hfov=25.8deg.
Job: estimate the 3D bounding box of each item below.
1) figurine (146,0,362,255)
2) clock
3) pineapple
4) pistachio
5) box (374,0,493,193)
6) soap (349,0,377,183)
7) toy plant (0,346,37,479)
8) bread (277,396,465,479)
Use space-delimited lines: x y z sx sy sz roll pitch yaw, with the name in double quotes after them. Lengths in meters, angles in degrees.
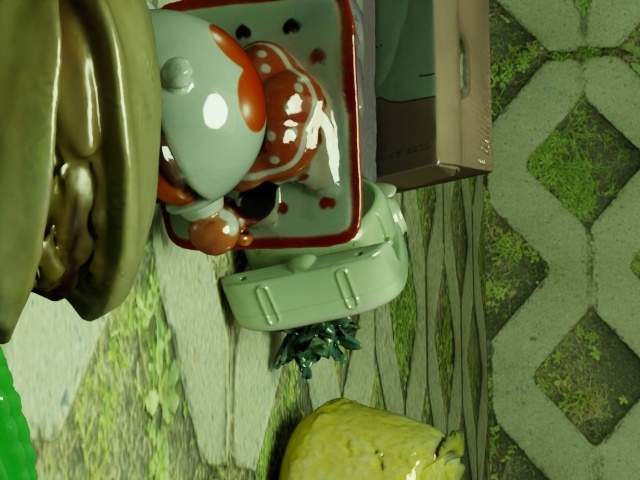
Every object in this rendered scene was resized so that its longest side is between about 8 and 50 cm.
-0.087 -0.077 0.895 0.226 0.160 0.183 -11 98 -68 "figurine"
0.000 0.000 1.218 0.191 0.151 0.062 -78 152 -59 "clock"
0.005 0.035 1.352 0.083 0.103 0.221 43 35 -22 "pineapple"
-0.143 -0.055 0.685 0.129 0.131 0.206 -6 102 -32 "pistachio"
0.071 -0.150 1.395 0.086 0.215 0.215 7 78 -39 "box"
-0.028 -0.208 1.234 0.285 0.107 0.296 25 63 -73 "soap"
-0.179 0.037 0.571 0.154 0.088 0.240 -87 162 -82 "toy plant"
0.044 0.243 1.318 0.197 0.170 0.197 6 90 -67 "bread"
